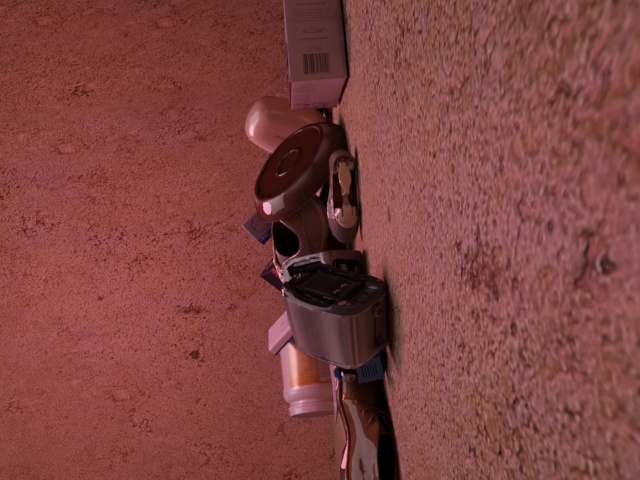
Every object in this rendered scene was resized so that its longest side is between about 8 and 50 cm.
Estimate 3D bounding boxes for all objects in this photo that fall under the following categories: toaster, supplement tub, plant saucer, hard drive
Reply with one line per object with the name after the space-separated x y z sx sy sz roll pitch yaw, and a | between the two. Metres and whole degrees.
0.023 0.138 1.266 0.129 0.226 0.147 -34 -56 -41 | toaster
-0.030 0.476 2.513 0.228 0.228 0.317 93 171 -70 | supplement tub
-0.068 -0.186 1.739 0.050 0.310 0.311 39 -158 -28 | plant saucer
0.007 0.113 1.552 0.110 0.185 0.168 7 -106 -48 | toaster
-0.062 0.242 2.407 0.040 0.319 0.210 42 -174 -11 | hard drive

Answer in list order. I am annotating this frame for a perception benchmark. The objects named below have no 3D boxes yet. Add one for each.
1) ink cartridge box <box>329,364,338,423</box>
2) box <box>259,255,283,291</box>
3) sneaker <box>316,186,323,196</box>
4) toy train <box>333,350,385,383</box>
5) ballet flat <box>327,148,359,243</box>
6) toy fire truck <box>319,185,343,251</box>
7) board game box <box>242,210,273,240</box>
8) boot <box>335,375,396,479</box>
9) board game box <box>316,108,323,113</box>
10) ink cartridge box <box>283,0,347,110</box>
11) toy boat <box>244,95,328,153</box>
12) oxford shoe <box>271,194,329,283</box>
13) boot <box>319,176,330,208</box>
0.066 0.410 2.139 0.296 0.066 0.261 90 174 -65 | ink cartridge box
-0.079 0.100 2.370 0.143 0.165 0.270 -55 9 -19 | box
-0.027 -0.246 2.473 0.087 0.092 0.229 -105 9 -63 | sneaker
0.067 0.205 1.375 0.184 0.105 0.080 -99 -2 -53 | toy train
0.051 -0.092 1.514 0.068 0.072 0.213 -126 31 -76 | ballet flat
0.000 0.000 2.084 0.302 0.169 0.254 88 -160 -54 | toy fire truck
-0.082 -0.125 1.967 0.066 0.318 0.318 44 178 0 | board game box
0.102 0.352 1.371 0.115 0.112 0.306 -35 50 51 | boot
-0.022 -0.433 2.183 0.194 0.045 0.147 -80 -12 -56 | board game box
-0.021 -0.475 1.631 0.309 0.129 0.272 150 115 -87 | ink cartridge box
-0.060 -0.386 2.025 0.318 0.267 0.148 -53 27 35 | toy boat
-0.065 0.069 1.853 0.169 0.130 0.450 38 143 34 | oxford shoe
0.039 -0.090 1.754 0.152 0.072 0.197 -109 11 -60 | boot
